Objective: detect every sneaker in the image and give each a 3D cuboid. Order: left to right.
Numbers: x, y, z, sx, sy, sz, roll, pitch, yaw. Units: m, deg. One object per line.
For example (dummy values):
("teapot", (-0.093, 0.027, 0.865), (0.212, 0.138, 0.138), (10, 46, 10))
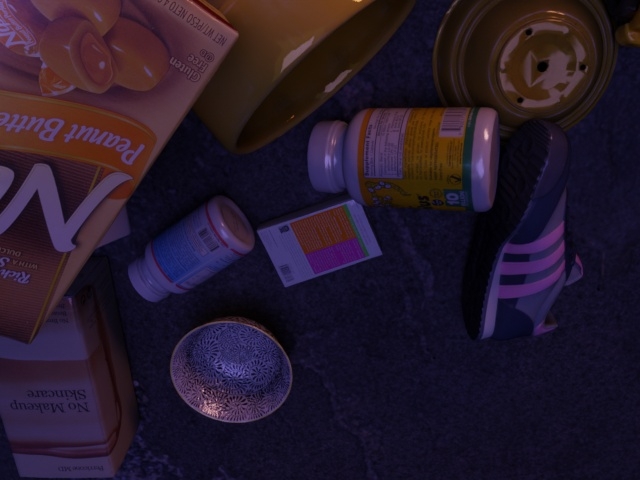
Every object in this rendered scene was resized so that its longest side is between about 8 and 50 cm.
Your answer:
("sneaker", (0.269, -0.004, 0.767), (0.131, 0.112, 0.318), (1, 131, -5))

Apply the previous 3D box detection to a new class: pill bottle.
("pill bottle", (-0.172, 0.015, 0.820), (0.160, 0.087, 0.087), (-31, 108, 16))
("pill bottle", (0.096, -0.095, 0.724), (0.209, 0.117, 0.117), (4, 115, 20))

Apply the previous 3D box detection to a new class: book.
("book", (0.000, 0.000, 0.834), (0.144, 0.035, 0.096), (-19, 114, 12))

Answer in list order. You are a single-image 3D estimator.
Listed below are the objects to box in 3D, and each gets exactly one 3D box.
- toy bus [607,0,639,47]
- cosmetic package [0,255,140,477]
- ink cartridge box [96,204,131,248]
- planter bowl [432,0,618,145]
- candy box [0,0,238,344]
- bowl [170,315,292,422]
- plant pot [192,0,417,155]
("toy bus", (0.387, -0.294, 0.577), (0.150, 0.211, 0.220), (2, 106, 1))
("cosmetic package", (-0.367, 0.181, 0.882), (0.153, 0.129, 0.296), (-3, 114, 3))
("ink cartridge box", (-0.364, -0.189, 0.606), (0.286, 0.166, 0.394), (23, 129, 34))
("planter bowl", (0.240, -0.201, 0.699), (0.217, 0.090, 0.217), (2, 114, 4))
("candy box", (-0.229, -0.086, 0.470), (0.183, 0.087, 0.316), (30, 106, -31))
("bowl", (-0.121, 0.168, 0.888), (0.170, 0.080, 0.170), (1, 114, 3))
("plant pot", (-0.069, -0.256, 0.625), (0.254, 0.254, 0.239), (-40, 90, 18))
